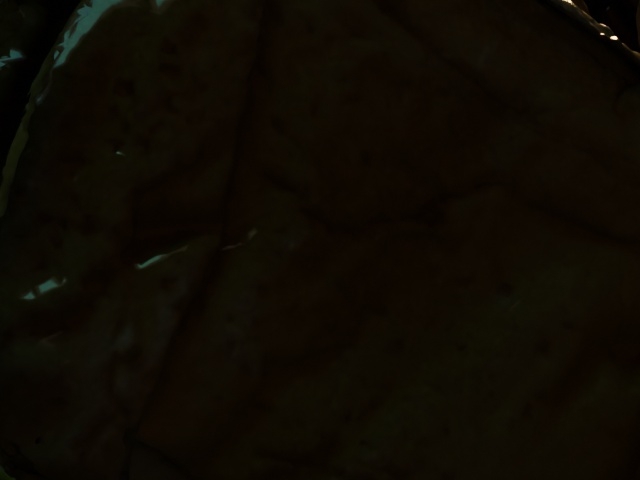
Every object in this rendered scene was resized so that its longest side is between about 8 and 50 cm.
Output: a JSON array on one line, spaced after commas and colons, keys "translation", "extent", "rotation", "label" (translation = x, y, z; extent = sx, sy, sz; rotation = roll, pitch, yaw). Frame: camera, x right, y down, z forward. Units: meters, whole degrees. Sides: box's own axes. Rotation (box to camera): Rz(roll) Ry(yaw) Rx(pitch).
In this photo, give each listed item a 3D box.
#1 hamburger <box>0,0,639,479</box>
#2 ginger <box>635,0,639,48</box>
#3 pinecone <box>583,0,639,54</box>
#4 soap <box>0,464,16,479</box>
[{"translation": [0.001, 0.000, 0.539], "extent": [0.259, 0.283, 0.145], "rotation": [-57, 27, -11], "label": "hamburger"}, {"translation": [0.346, -0.155, 0.948], "extent": [0.270, 0.123, 0.219], "rotation": [-25, 13, -17], "label": "ginger"}, {"translation": [0.269, -0.239, 1.169], "extent": [0.224, 0.224, 0.272], "rotation": [-24, 19, -12], "label": "pinecone"}, {"translation": [-0.176, 0.106, 0.586], "extent": [0.091, 0.199, 0.315], "rotation": [-65, 18, 0], "label": "soap"}]
